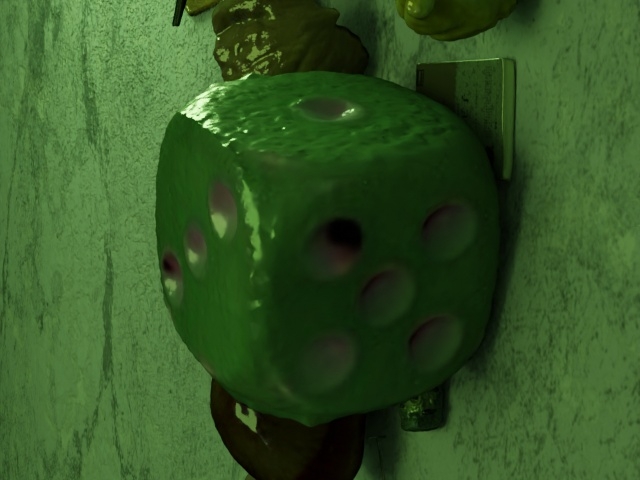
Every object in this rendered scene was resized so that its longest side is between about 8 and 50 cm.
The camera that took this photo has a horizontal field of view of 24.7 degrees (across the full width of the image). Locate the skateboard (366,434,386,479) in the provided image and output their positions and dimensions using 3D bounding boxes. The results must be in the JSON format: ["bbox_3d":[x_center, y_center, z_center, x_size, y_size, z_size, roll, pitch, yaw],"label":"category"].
[{"bbox_3d":[0.090,0.290,1.890,0.064,0.032,0.083,-29,68,50],"label":"skateboard"}]

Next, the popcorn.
[{"bbox_3d":[0.125,-0.335,1.572,0.200,0.203,0.226,39,117,49],"label":"popcorn"}]

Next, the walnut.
[{"bbox_3d":[-0.045,-0.217,1.937,0.204,0.141,0.238,8,144,28],"label":"walnut"}]

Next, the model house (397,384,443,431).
[{"bbox_3d":[0.115,0.195,1.783,0.078,0.066,0.083,-176,84,-65],"label":"model house"}]

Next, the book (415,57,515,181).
[{"bbox_3d":[0.166,-0.142,1.708,0.198,0.016,0.139,10,102,63],"label":"book"}]

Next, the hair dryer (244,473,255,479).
[{"bbox_3d":[-0.055,0.328,2.161,0.117,0.064,0.182,43,121,57],"label":"hair dryer"}]

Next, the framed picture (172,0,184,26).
[{"bbox_3d":[-0.172,-0.530,2.206,0.265,0.016,0.347,-83,8,-51],"label":"framed picture"}]

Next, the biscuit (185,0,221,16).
[{"bbox_3d":[-0.186,-0.497,2.403,0.237,0.013,0.232,-3,89,63],"label":"biscuit"}]

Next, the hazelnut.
[{"bbox_3d":[-0.029,0.220,1.925,0.217,0.217,0.252,-50,53,54],"label":"hazelnut"}]

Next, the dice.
[{"bbox_3d":[0.000,0.000,1.695,0.322,0.318,0.330,45,137,52],"label":"dice"}]
